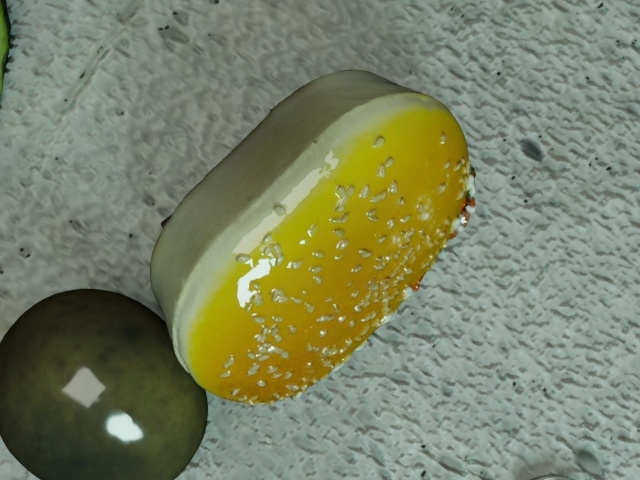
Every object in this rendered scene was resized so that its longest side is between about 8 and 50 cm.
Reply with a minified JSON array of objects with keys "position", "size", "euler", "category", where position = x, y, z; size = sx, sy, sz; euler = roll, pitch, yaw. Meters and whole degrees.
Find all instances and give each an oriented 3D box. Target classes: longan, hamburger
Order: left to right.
[{"position":[-0.184,0.129,0.697],"size":[0.187,0.167,0.167],"euler":[30,87,-7],"category":"longan"},{"position":[0.000,0.000,0.679],"size":[0.295,0.227,0.151],"euler":[-43,63,1],"category":"hamburger"}]

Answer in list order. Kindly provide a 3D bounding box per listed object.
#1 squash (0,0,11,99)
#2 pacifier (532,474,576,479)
[{"position":[-0.365,-0.164,0.696],"size":[0.133,0.220,0.220],"euler":[15,86,-1],"category":"squash"},{"position":[0.212,0.251,0.745],"size":[0.083,0.068,0.064],"euler":[-4,120,17],"category":"pacifier"}]
